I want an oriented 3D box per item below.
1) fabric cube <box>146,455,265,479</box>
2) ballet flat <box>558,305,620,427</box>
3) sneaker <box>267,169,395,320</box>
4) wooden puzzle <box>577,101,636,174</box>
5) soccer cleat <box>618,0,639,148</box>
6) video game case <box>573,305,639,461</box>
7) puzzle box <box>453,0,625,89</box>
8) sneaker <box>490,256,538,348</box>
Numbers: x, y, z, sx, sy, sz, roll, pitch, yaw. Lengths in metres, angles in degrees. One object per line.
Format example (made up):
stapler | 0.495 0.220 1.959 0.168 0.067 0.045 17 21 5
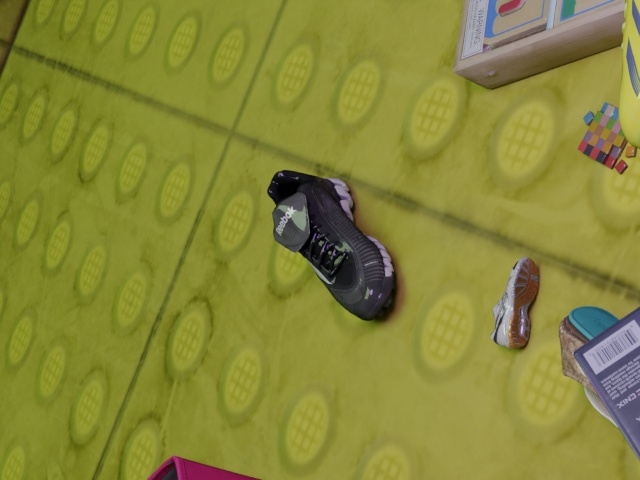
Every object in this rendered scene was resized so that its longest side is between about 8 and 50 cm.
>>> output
fabric cube | -0.071 0.381 1.249 0.259 0.258 0.254 -47 37 32
ballet flat | 0.250 0.124 1.101 0.206 0.073 0.067 -127 35 -57
sneaker | 0.000 0.000 1.500 0.078 0.106 0.234 -56 34 23
wooden puzzle | 0.253 -0.093 1.259 0.049 0.006 0.083 -63 32 10
soccer cleat | 0.281 -0.216 1.160 0.121 0.093 0.289 16 91 27
video game case | 0.310 0.115 0.967 0.196 0.026 0.274 -35 41 9
puzzle box | 0.259 -0.364 1.364 0.272 0.052 0.409 -15 60 53
sneaker | 0.170 0.055 1.279 0.037 0.032 0.083 -3 69 56
